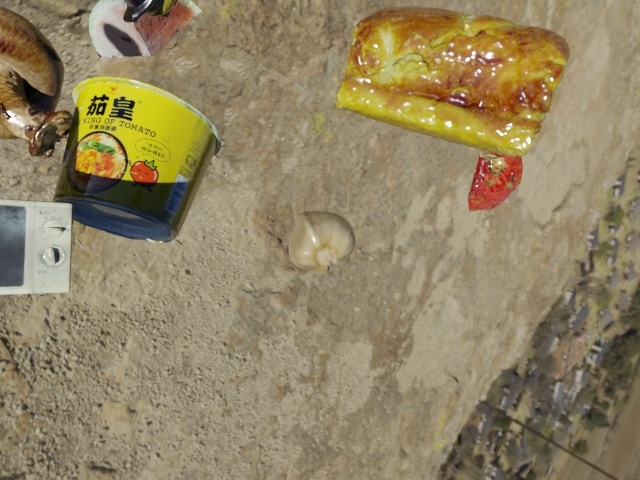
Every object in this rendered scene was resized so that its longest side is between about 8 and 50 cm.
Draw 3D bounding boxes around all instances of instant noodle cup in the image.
[{"bbox_3d":[-0.405,-0.152,0.930,0.326,0.326,0.253,25,67,-42],"label":"instant noodle cup"}]

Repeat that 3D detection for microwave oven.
[{"bbox_3d":[-0.497,0.006,0.613,0.241,0.194,0.145,2,90,-30],"label":"microwave oven"}]

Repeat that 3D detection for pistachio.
[{"bbox_3d":[0.000,0.000,0.674,0.113,0.149,0.112,-1,101,-5],"label":"pistachio"}]

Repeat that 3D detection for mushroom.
[{"bbox_3d":[-0.820,-0.376,1.063,0.334,0.331,0.355,20,54,-41],"label":"mushroom"}]

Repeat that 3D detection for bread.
[{"bbox_3d":[0.118,-0.147,0.380,0.132,0.172,0.103,-44,149,-50],"label":"bread"}]

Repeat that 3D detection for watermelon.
[{"bbox_3d":[-0.486,-0.612,1.168,0.176,0.256,0.260,44,70,-23],"label":"watermelon"}]

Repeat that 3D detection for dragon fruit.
[{"bbox_3d":[0.319,-0.116,0.770,0.106,0.083,0.161,-22,128,-60],"label":"dragon fruit"}]

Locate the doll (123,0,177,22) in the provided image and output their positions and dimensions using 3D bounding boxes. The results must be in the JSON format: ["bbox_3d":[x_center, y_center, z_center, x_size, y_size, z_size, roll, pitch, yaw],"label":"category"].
[{"bbox_3d":[-0.290,-0.503,0.748,0.127,0.088,0.248,25,96,-33],"label":"doll"}]
